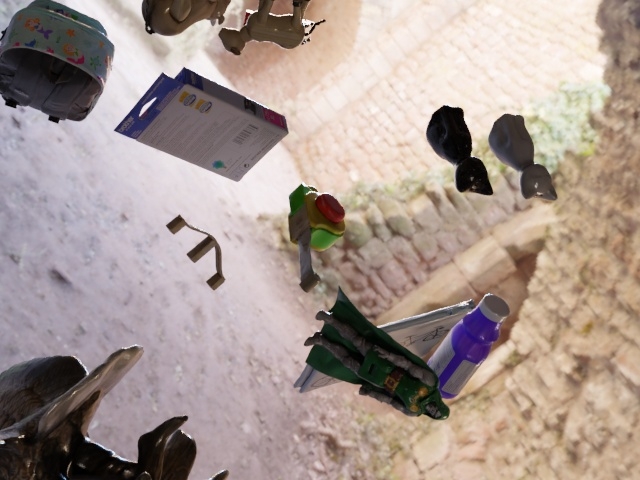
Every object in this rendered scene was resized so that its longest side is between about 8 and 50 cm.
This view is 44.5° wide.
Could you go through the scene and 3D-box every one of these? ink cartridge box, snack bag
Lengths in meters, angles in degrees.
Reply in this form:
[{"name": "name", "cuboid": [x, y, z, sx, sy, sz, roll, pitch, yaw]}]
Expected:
[{"name": "ink cartridge box", "cuboid": [-0.240, -0.238, 1.595, 0.311, 0.185, 0.065, 19, 45, -40]}, {"name": "snack bag", "cuboid": [0.125, 0.224, 1.651, 0.342, 0.323, 0.037, 117, -43, -60]}]

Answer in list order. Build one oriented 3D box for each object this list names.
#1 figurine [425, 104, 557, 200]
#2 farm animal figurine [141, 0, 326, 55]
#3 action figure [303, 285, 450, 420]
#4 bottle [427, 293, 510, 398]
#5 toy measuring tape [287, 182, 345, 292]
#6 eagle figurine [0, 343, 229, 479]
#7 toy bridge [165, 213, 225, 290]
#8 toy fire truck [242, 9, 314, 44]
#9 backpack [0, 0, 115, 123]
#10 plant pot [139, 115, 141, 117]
[{"name": "figurine", "cuboid": [0.322, -0.149, 1.455, 0.214, 0.092, 0.209, 4, 42, -15]}, {"name": "farm animal figurine", "cuboid": [-0.208, -0.461, 1.505, 0.326, 0.172, 0.330, -22, 61, -34]}, {"name": "action figure", "cuboid": [0.085, 0.182, 1.109, 0.232, 0.137, 0.063, 31, 25, 23]}, {"name": "bottle", "cuboid": [0.335, 0.240, 1.790, 0.092, 0.283, 0.118, 22, 37, -6]}, {"name": "toy measuring tape", "cuboid": [0.000, 0.000, 1.529, 0.121, 0.121, 0.330, 47, 20, -33]}, {"name": "eagle figurine", "cuboid": [-0.256, 0.186, 0.615, 0.226, 0.298, 0.225, 75, 30, -56]}, {"name": "toy bridge", "cuboid": [-0.232, 0.016, 1.531, 0.026, 0.063, 0.188, 33, -22, 46]}, {"name": "toy fire truck", "cuboid": [-0.094, -0.482, 1.766, 0.135, 0.047, 0.192, 16, 21, 3]}, {"name": "backpack", "cuboid": [-0.534, -0.367, 1.579, 0.225, 0.191, 0.253, 21, -17, -24]}, {"name": "plant pot", "cuboid": [-0.375, -0.259, 1.784, 0.083, 0.079, 0.083, 178, -90, -79]}]
